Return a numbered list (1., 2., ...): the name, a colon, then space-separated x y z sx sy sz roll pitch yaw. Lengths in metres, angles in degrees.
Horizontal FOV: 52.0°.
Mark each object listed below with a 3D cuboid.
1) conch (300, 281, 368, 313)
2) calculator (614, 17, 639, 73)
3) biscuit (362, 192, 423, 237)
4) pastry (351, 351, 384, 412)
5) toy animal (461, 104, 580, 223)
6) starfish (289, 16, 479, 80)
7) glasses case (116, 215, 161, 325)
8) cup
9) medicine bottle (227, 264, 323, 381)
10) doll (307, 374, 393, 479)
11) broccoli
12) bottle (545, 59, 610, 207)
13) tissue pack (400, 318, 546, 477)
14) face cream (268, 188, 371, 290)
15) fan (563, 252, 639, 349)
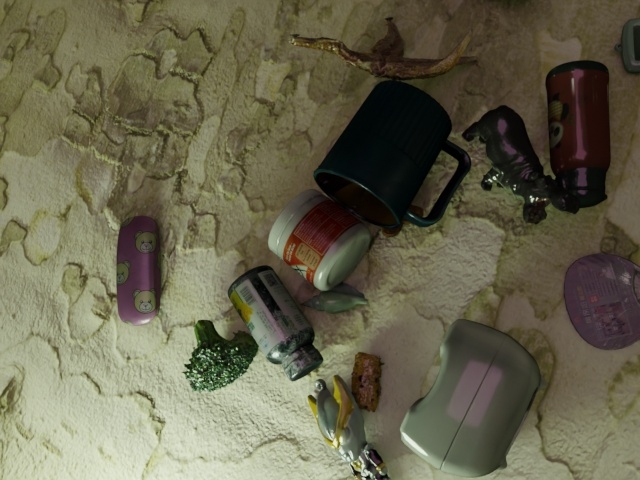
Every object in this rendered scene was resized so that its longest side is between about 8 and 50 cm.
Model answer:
1. conch: 0.035 0.153 1.706 0.180 0.088 0.065 -6 121 10
2. calculator: 0.841 -0.475 1.580 0.246 0.045 0.141 0 79 18
3. biscuit: 0.174 -0.113 1.721 0.138 0.031 0.205 -34 71 -1
4. pastry: 0.114 0.353 1.641 0.080 0.056 0.140 8 79 18
5. toy animal: 0.473 -0.164 1.567 0.168 0.106 0.343 -55 51 44
6. starfish: 0.191 -0.480 1.637 0.398 0.384 0.132 16 124 29
7. glasses case: -0.520 0.085 1.876 0.123 0.076 0.316 -8 77 16
8. cup: 0.185 -0.204 1.604 0.308 0.242 0.292 25 75 26
9. medicine bottle: -0.111 0.215 1.690 0.141 0.141 0.293 -38 71 7
10. doll: 0.069 0.482 1.605 0.103 0.145 0.316 -30 76 -18
11. broccoli: -0.273 0.282 1.720 0.220 0.194 0.194 -14 72 -26
12. bottle: 0.615 -0.244 1.553 0.144 0.144 0.336 -2 79 17
13. tissue pack: 0.349 0.361 1.472 0.236 0.229 0.333 26 88 22
14. face cream: 0.000 0.000 1.665 0.187 0.201 0.201 38 92 20
15. fan: 0.710 0.152 1.516 0.294 0.012 0.223 14 84 20
